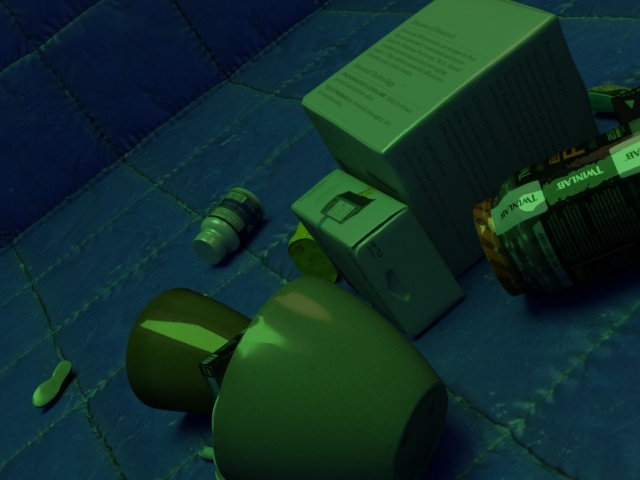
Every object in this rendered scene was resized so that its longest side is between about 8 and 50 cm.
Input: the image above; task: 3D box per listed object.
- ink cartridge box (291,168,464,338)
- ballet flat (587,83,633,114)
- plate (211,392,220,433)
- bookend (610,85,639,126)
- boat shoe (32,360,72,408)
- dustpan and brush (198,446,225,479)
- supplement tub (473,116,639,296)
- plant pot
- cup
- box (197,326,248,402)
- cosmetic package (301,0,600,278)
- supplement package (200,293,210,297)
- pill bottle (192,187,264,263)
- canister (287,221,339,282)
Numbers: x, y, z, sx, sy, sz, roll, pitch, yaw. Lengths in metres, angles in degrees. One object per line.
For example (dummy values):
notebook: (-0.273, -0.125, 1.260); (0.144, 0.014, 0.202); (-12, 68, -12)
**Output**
ink cartridge box: (0.098, 0.016, 1.701); (0.131, 0.226, 0.306); (-40, 27, -8)
ballet flat: (0.595, -0.271, 1.793); (0.067, 0.073, 0.206); (-25, 27, -13)
plate: (-0.086, 0.297, 1.505); (0.188, 0.188, 0.024); (-49, 1, -29)
bookend: (0.576, -0.173, 1.610); (0.072, 0.156, 0.157); (-21, 72, 27)
boat shoe: (-0.637, 0.349, 2.222); (0.043, 0.049, 0.137); (109, -172, -50)
dustpan and brush: (-0.149, 0.364, 1.599); (0.211, 0.060, 0.147); (3, 31, 43)
supplement tub: (0.423, -0.048, 1.441); (0.338, 0.207, 0.207); (-24, 27, 20)
plant pot: (-0.185, 0.220, 1.722); (0.254, 0.237, 0.237); (7, 46, 36)
cup: (0.040, 0.242, 1.330); (0.237, 0.331, 0.331); (19, 53, 28)
box: (-0.080, 0.215, 1.589); (0.233, 0.159, 0.044); (-36, 21, -33)
cosmetic package: (0.250, -0.211, 1.747); (0.394, 0.329, 0.327); (-38, 35, -8)
supplement package: (-0.298, 0.188, 2.017); (0.179, 0.105, 0.105); (-5, 38, 46)
pill bottle: (-0.232, -0.034, 2.321); (0.112, 0.112, 0.186); (-5, 38, 46)
canister: (0.000, 0.000, 1.967); (0.073, 0.126, 0.170); (-22, 26, 26)
